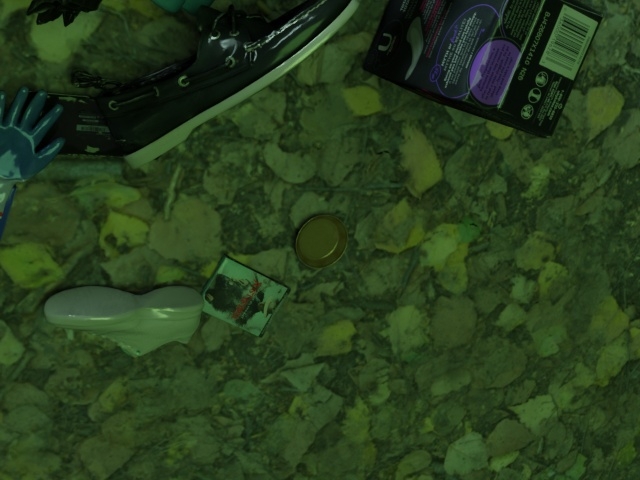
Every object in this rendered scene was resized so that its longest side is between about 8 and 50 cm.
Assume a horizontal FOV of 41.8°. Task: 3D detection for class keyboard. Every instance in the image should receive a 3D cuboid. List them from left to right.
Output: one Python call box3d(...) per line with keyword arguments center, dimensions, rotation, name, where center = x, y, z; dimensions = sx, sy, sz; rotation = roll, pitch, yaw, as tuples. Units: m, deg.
box3d(center=(-0.281, -0.158, 1.041), dimensions=(0.180, 0.023, 0.108), rotation=(0, 115, -26), name="keyboard")

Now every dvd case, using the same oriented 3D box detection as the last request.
box3d(center=(-0.111, 0.082, 1.213), dimensions=(0.119, 0.013, 0.087), rotation=(30, 95, -31), name="dvd case")

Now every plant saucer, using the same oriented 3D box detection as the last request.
box3d(center=(0.000, 0.000, 1.232), dimensions=(0.083, 0.015, 0.083), rotation=(-8, 112, -21), name="plant saucer")

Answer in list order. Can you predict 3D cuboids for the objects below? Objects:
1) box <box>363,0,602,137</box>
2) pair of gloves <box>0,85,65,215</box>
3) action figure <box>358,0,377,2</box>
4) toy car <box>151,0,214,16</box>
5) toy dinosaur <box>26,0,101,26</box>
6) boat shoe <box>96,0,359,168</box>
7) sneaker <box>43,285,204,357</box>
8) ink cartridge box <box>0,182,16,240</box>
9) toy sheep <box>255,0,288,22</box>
box3d(center=(0.196, -0.252, 1.079), dimensions=(0.143, 0.270, 0.165), rotation=(17, 101, -29), name="box")
box3d(center=(-0.398, -0.128, 0.951), dimensions=(0.198, 0.023, 0.159), rotation=(32, 87, -31), name="pair of gloves")
box3d(center=(0.096, -0.379, 1.051), dimensions=(0.285, 0.185, 0.099), rotation=(-43, 137, -23), name="action figure")
box3d(center=(-0.174, -0.412, 0.931), dimensions=(0.238, 0.210, 0.219), rotation=(41, 104, -3), name="toy car")
box3d(center=(-0.286, -0.350, 0.824), dimensions=(0.164, 0.322, 0.218), rotation=(1, 80, -52), name="toy dinosaur")
box3d(center=(-0.120, -0.215, 0.976), dimensions=(0.340, 0.127, 0.113), rotation=(-28, 109, 22), name="boat shoe")
box3d(center=(-0.263, 0.116, 1.125), dimensions=(0.212, 0.080, 0.094), rotation=(2, 120, -27), name="sneaker")
box3d(center=(-0.447, 0.014, 1.014), dimensions=(0.097, 0.046, 0.207), rotation=(15, 102, -29), name="ink cartridge box")
box3d(center=(-0.064, -0.252, 1.069), dimensions=(0.091, 0.091, 0.132), rotation=(39, 96, -31), name="toy sheep")
